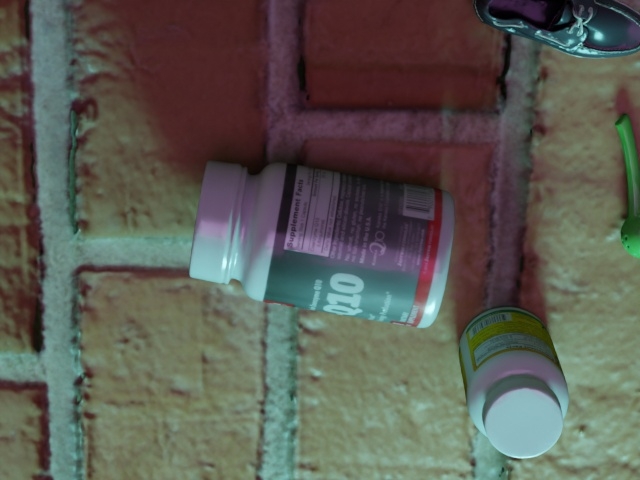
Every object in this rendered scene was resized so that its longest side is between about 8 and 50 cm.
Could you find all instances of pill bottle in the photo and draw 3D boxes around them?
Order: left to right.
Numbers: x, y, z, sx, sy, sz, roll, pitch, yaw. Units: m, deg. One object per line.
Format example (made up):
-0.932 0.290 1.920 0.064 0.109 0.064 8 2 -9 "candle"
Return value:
0.000 0.000 1.778 0.283 0.161 0.161 9 109 -2 "pill bottle"
0.224 0.166 1.807 0.117 0.208 0.118 0 109 0 "pill bottle"

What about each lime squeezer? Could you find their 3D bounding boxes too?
0.422 -0.002 1.840 0.310 0.059 0.110 43 74 -11 "lime squeezer"

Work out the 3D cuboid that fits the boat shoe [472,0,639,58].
0.271 -0.243 1.743 0.206 0.065 0.075 14 108 -4 "boat shoe"
